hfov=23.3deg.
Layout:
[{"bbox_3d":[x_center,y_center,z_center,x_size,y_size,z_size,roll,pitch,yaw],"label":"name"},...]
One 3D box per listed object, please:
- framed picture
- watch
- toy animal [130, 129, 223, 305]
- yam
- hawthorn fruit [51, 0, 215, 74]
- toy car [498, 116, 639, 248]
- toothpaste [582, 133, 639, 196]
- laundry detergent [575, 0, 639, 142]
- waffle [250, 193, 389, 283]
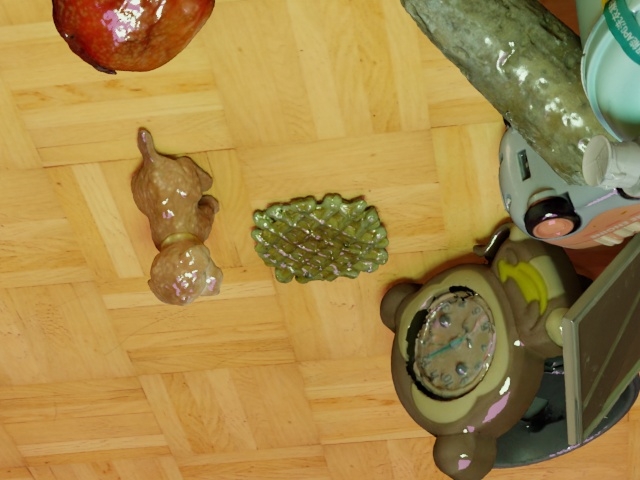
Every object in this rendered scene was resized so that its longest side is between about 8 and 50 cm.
[{"bbox_3d":[0.403,0.091,1.996,0.024,0.315,0.232,22,139,32],"label":"framed picture"},{"bbox_3d":[0.296,0.167,2.152,0.327,0.314,0.335,20,128,-42],"label":"watch"},{"bbox_3d":[-0.193,-0.019,1.947,0.104,0.185,0.184,-11,141,17],"label":"toy animal"},{"bbox_3d":[0.221,-0.192,1.697,0.330,0.133,0.133,42,133,-2],"label":"yam"},{"bbox_3d":[-0.199,-0.260,1.661,0.179,0.173,0.173,-3,142,5],"label":"hawthorn fruit"},{"bbox_3d":[0.358,-0.092,1.874,0.271,0.180,0.212,-27,145,31],"label":"toy car"},{"bbox_3d":[0.369,-0.063,1.508,0.234,0.057,0.089,7,145,-20],"label":"toothpaste"},{"bbox_3d":[0.397,-0.243,1.560,0.287,0.305,0.287,0,143,0],"label":"laundry detergent"},{"bbox_3d":[0.000,0.000,2.093,0.184,0.036,0.169,-10,140,12],"label":"waffle"}]
